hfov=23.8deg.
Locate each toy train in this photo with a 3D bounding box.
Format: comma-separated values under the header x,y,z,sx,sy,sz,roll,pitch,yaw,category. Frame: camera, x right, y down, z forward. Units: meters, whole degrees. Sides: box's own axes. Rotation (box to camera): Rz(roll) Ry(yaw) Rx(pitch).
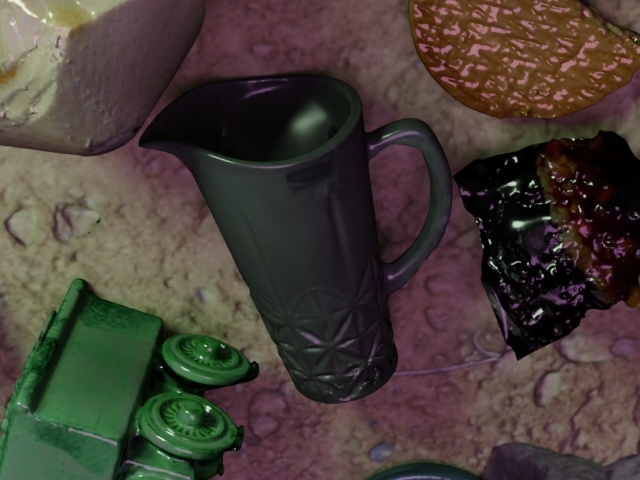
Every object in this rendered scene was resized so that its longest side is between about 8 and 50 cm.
x,y,z,sx,sy,sz,roll,pitch,yaw,category
-0.169,0.162,1.348,0.202,0.266,0.145,16,115,-3,toy train

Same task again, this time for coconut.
x,y,z,sx,sy,sz,roll,pitch,yaw,category
-0.205,-0.172,1.182,0.241,0.241,0.241,-2,117,-3,coconut

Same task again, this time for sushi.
x,y,z,sx,sy,sz,roll,pitch,yaw,category
0.229,-0.012,1.348,0.150,0.153,0.172,-19,98,28,sushi

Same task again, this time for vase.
x,y,z,sx,sy,sz,roll,pitch,yaw,category
0.000,0.000,1.347,0.251,0.156,0.301,-13,123,5,vase

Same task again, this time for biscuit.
x,y,z,sx,sy,sz,roll,pitch,yaw,category
0.166,-0.177,1.324,0.224,0.033,0.144,27,114,-16,biscuit

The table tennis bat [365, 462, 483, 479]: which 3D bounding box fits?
x,y,z,sx,sy,sz,roll,pitch,yaw,category
0.110,0.375,1.599,0.215,0.044,0.329,-8,115,-1,table tennis bat
